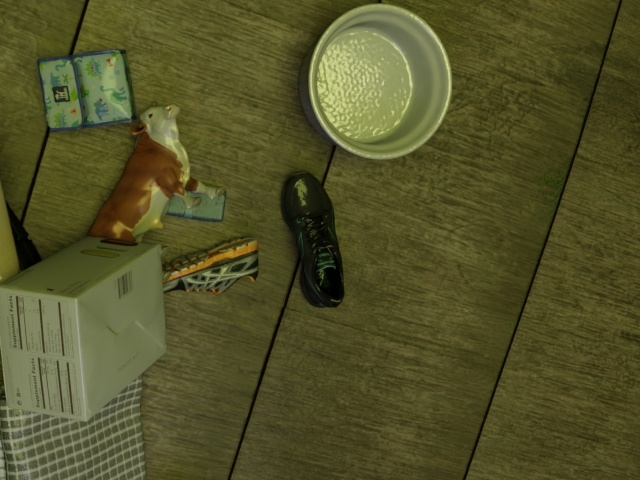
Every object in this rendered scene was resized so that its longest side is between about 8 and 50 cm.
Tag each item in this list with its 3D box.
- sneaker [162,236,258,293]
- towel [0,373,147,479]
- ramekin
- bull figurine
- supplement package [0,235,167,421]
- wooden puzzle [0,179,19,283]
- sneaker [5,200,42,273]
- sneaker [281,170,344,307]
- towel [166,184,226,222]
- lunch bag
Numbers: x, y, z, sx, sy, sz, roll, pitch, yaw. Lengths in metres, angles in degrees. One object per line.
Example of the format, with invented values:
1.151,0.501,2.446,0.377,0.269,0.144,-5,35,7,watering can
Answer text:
-0.208,0.063,1.692,0.214,0.084,0.083,-18,110,-14,sneaker
-0.420,0.337,1.572,0.283,0.121,0.235,-14,102,-48,towel
0.092,-0.290,1.718,0.277,0.135,0.277,-2,96,-17,ramekin
-0.290,-0.082,1.610,0.188,0.101,0.310,35,101,19,bull figurine
-0.373,0.130,1.477,0.145,0.262,0.204,6,109,17,supplement package
-0.665,-0.055,1.396,0.347,0.080,0.322,-12,90,-7,wooden puzzle
-0.636,0.012,1.526,0.257,0.169,0.448,-30,96,-5,sneaker
0.000,0.000,1.738,0.101,0.106,0.268,-16,99,-14,sneaker
-0.235,-0.072,1.694,0.119,0.029,0.067,10,93,-18,towel
-0.403,-0.259,1.591,0.151,0.096,0.129,-7,101,-2,lunch bag
